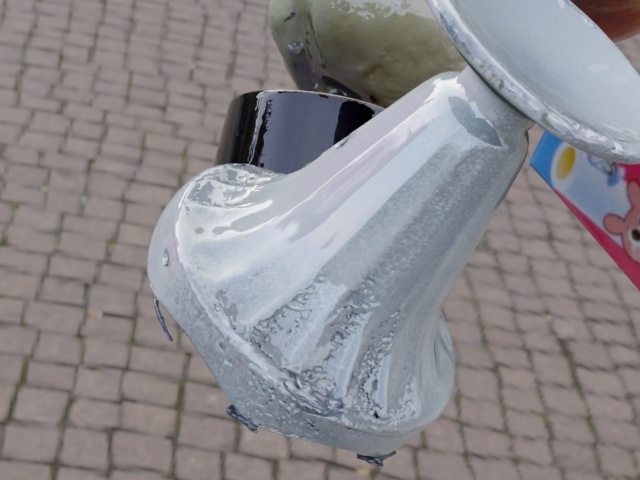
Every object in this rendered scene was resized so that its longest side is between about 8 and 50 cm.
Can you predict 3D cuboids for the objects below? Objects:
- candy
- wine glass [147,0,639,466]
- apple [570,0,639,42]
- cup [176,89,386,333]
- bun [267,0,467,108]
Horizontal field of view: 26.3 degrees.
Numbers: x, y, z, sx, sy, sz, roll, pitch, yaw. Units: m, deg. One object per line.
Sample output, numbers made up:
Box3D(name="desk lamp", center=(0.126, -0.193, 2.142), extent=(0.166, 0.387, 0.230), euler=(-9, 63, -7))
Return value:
Box3D(name="candy", center=(0.319, -0.004, 1.099), extent=(0.157, 0.100, 0.306), euler=(-6, 47, -36))
Box3D(name="wine glass", center=(0.038, -0.021, 0.606), extent=(0.165, 0.196, 0.165), euler=(29, 30, -19))
Box3D(name="apple", center=(0.291, -0.336, 1.587), extent=(0.251, 0.293, 0.163), euler=(13, 48, 11))
Box3D(name="cup", center=(-0.017, -0.003, 1.054), extent=(0.166, 0.177, 0.239), euler=(8, -9, -4))
Box3D(name="bun", center=(0.066, -0.217, 1.589), extent=(0.273, 0.273, 0.168), euler=(22, 71, 15))
